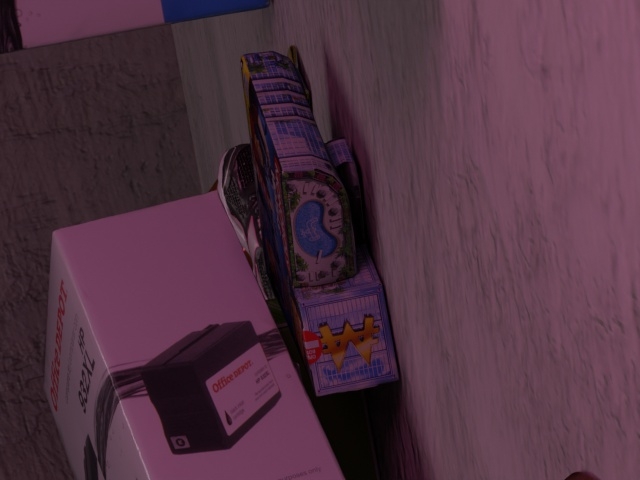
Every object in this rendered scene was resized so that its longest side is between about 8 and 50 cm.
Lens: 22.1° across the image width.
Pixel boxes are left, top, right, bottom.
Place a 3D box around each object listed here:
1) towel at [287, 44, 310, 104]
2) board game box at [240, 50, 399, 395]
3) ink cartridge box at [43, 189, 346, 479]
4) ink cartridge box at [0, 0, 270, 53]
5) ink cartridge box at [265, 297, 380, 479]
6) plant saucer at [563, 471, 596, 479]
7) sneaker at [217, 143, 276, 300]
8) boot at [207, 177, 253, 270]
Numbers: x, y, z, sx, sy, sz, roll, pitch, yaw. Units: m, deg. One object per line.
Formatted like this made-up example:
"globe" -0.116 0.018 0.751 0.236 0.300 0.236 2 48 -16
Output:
"towel" -0.016 -0.103 1.276 0.060 0.009 0.083 -107 10 -46
"board game box" 0.000 0.000 1.102 0.194 0.060 0.194 -111 12 -50
"ink cartridge box" -0.088 0.158 1.139 0.223 0.129 0.307 106 144 -54
"ink cartridge box" -0.266 -0.290 1.410 0.285 0.395 0.166 -112 12 -57
"ink cartridge box" -0.002 0.153 1.243 0.255 0.097 0.189 -168 67 -70
"plant saucer" 0.107 0.175 0.634 0.168 0.029 0.168 168 90 -83
"sneaker" -0.033 -0.002 1.415 0.178 0.072 0.077 71 161 2
"boot" -0.098 0.053 1.535 0.211 0.104 0.295 -56 28 13
